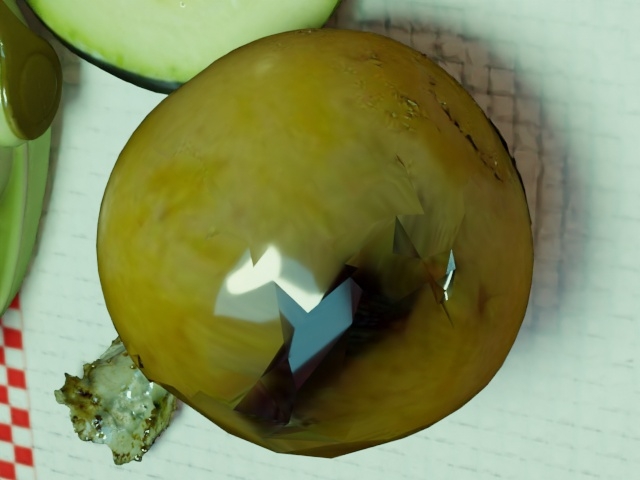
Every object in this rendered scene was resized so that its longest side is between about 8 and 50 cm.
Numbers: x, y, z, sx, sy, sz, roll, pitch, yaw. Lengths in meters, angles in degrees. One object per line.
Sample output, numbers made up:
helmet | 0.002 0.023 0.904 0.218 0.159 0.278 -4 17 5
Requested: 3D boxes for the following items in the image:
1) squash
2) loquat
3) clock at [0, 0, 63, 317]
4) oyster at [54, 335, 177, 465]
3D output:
squash | -0.084 -0.204 1.066 0.252 0.049 0.252 11 119 20
loquat | 0.000 0.000 1.007 0.235 0.235 0.235 11 117 22
clock | -0.306 -0.087 1.148 0.286 0.117 0.348 26 131 4
oyster | -0.117 0.097 1.232 0.132 0.029 0.086 -24 107 30
